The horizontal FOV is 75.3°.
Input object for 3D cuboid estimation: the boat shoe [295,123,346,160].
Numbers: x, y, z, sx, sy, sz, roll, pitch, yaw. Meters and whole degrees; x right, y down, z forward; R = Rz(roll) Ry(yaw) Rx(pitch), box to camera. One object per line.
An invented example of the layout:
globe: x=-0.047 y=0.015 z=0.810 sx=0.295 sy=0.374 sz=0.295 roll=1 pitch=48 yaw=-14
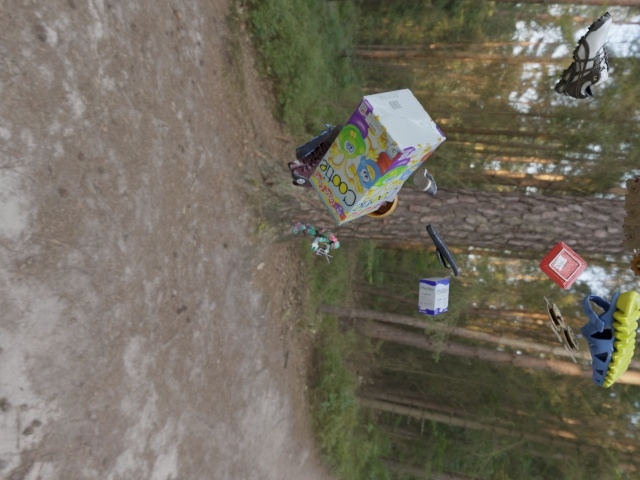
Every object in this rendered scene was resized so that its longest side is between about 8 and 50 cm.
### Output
boat shoe: x=0.017 y=-0.371 z=1.514 sx=0.109 sy=0.258 sz=0.089 roll=58 pitch=8 yaw=-61

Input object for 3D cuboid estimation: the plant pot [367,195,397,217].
plant pot: x=0.329 y=-0.217 z=2.264 sx=0.188 sy=0.205 sz=0.205 roll=10 pitch=85 yaw=-67

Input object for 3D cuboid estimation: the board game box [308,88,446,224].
board game box: x=0.113 y=-0.177 z=0.924 sx=0.144 sy=0.142 sz=0.275 roll=-23 pitch=165 yaw=-35

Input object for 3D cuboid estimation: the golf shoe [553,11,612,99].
golf shoe: x=0.610 y=-0.403 z=0.923 sx=0.077 sy=0.094 sz=0.198 roll=-41 pitch=154 yaw=-15

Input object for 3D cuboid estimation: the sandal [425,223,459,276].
sandal: x=0.509 y=0.044 z=1.754 sx=0.254 sy=0.054 sz=0.097 roll=56 pitch=23 yaw=-9

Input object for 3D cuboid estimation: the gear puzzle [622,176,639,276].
gear puzzle: x=1.075 y=-0.040 z=1.356 sx=0.175 sy=0.044 sz=0.338 roll=-138 pitch=-132 yaw=-84

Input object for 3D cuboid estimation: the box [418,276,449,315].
box: x=0.457 y=0.221 z=1.672 sx=0.126 sy=0.072 sz=0.137 roll=-1 pitch=94 yaw=-50

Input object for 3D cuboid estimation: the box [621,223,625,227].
box: x=1.353 y=-0.067 z=1.721 sx=0.116 sy=0.162 sz=0.029 roll=-62 pitch=-166 yaw=16

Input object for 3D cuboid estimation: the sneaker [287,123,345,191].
sneaker: x=-0.020 y=-0.267 z=1.373 sx=0.281 sy=0.163 sz=0.106 roll=117 pitch=-33 yaw=-44

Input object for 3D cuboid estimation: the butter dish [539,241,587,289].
butter dish: x=1.038 y=0.112 z=1.819 sx=0.160 sy=0.160 sz=0.118 roll=-46 pitch=176 yaw=-5

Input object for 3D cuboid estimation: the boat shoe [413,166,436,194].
boat shoe: x=0.466 y=-0.258 z=1.834 sx=0.075 sy=0.065 sz=0.206 roll=-48 pitch=-161 yaw=25

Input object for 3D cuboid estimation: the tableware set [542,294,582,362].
tableware set: x=0.733 y=0.260 z=1.241 sx=0.194 sy=0.039 sz=0.128 roll=48 pitch=36 yaw=-22

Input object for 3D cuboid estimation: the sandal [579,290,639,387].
sandal: x=0.849 y=0.284 z=1.239 sx=0.126 sy=0.138 sz=0.317 roll=-11 pitch=108 yaw=-36

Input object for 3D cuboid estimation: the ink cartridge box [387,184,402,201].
ink cartridge box: x=0.307 y=-0.293 z=1.874 sx=0.139 sy=0.082 sz=0.190 roll=112 pitch=-19 yaw=-52

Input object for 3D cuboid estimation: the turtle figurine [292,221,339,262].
turtle figurine: x=0.000 y=0.000 z=1.759 sx=0.118 sy=0.234 sz=0.175 roll=-55 pitch=151 yaw=-1
